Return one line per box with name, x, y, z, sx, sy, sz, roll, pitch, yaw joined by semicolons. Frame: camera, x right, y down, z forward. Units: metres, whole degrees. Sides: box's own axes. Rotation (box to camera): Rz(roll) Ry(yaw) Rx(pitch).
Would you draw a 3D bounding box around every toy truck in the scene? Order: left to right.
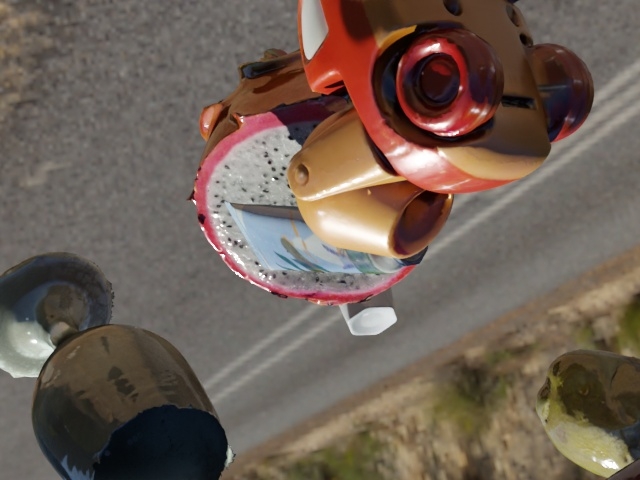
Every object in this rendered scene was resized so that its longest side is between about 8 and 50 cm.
toy truck;0.061;-0.128;1.000;0.239;0.264;0.189;-28;163;38

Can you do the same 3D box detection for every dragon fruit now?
dragon fruit;0.005;-0.101;1.474;0.306;0.225;0.305;2;128;3

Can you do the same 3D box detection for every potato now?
potato;0.377;0.224;1.623;0.200;0.154;0.137;18;162;25

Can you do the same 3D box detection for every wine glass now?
wine glass;-0.164;0.107;0.943;0.126;0.126;0.241;-6;-153;-33

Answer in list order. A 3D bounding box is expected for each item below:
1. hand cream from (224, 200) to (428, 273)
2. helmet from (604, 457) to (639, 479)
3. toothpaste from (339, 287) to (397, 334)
hand cream;0.000;0.000;1.248;0.271;0.091;0.058;3;-138;52
helmet;0.269;0.295;0.917;0.385;0.337;0.230;26;146;-36
toothpaste;0.032;-0.031;1.878;0.125;0.371;0.080;-10;144;-10
